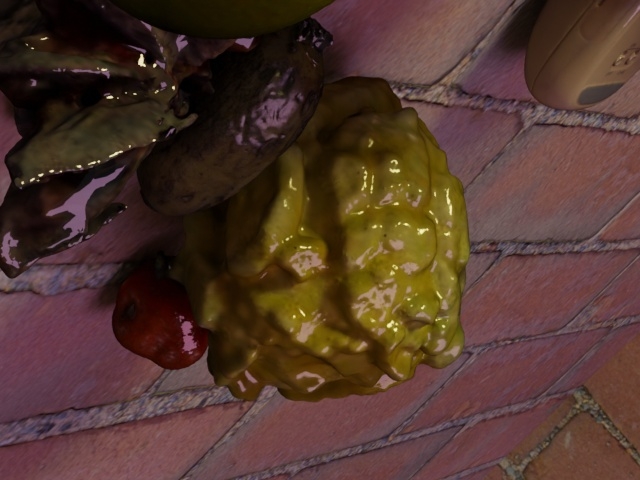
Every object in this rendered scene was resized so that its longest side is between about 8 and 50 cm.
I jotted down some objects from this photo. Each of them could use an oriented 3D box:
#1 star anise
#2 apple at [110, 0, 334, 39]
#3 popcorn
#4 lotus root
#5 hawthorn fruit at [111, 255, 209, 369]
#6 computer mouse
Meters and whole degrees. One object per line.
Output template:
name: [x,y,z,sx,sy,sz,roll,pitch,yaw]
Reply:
star anise: [-0.099,-0.109,0.926,0.282,0.129,0.212,-48,168,-2]
apple: [-0.039,-0.187,0.751,0.196,0.196,0.157,-44,132,13]
popcorn: [-0.006,0.007,1.244,0.225,0.249,0.249,-16,159,-4]
lotus root: [-0.061,-0.082,1.112,0.080,0.089,0.179,33,117,-28]
hawthorn fruit: [-0.115,0.052,1.329,0.093,0.093,0.093,-35,162,-14]
computer mouse: [0.257,-0.208,1.440,0.145,0.082,0.236,-14,147,-52]
